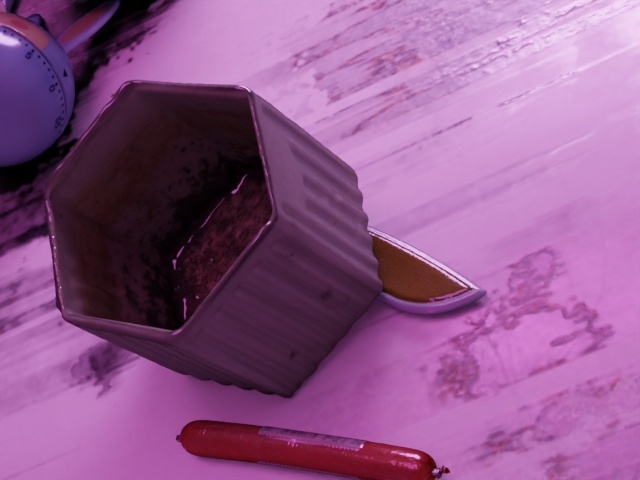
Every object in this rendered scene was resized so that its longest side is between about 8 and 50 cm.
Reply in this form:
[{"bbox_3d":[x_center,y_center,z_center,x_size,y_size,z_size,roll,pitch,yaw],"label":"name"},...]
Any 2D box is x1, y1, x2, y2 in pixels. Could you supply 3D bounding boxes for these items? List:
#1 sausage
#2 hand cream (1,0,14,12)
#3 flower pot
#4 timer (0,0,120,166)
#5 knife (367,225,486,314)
[{"bbox_3d":[-0.013,0.169,1.143,0.253,0.034,0.034,4,61,31],"label":"sausage"},{"bbox_3d":[-0.362,-0.382,1.710,0.111,0.070,0.312,6,70,30],"label":"hand cream"},{"bbox_3d":[-0.088,0.000,1.177,0.209,0.189,0.239,-25,61,21],"label":"flower pot"},{"bbox_3d":[-0.321,-0.195,1.481,0.175,0.175,0.255,-5,55,26],"label":"timer"},{"bbox_3d":[0.001,-0.001,1.258,0.343,0.027,0.061,23,67,38],"label":"knife"}]
